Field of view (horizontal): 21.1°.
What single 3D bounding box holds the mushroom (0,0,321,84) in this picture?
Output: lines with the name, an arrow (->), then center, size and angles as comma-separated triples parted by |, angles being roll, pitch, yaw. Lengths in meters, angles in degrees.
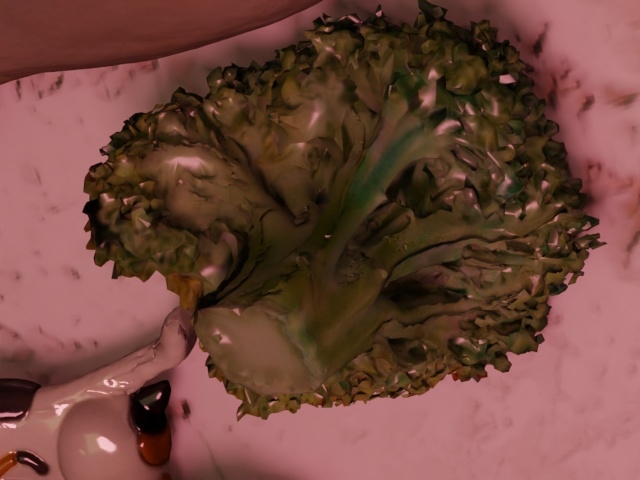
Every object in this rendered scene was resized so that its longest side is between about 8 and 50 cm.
mushroom -> -0.095, -0.126, 0.741 | 0.350, 0.128, 0.128 | -22, 96, 31

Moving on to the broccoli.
broccoli -> 0.000, 0.000, 0.698 | 0.220, 0.194, 0.194 | 12, 111, 14

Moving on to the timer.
timer -> -0.190, 0.099, 0.855 | 0.266, 0.175, 0.175 | 2, 107, 6
